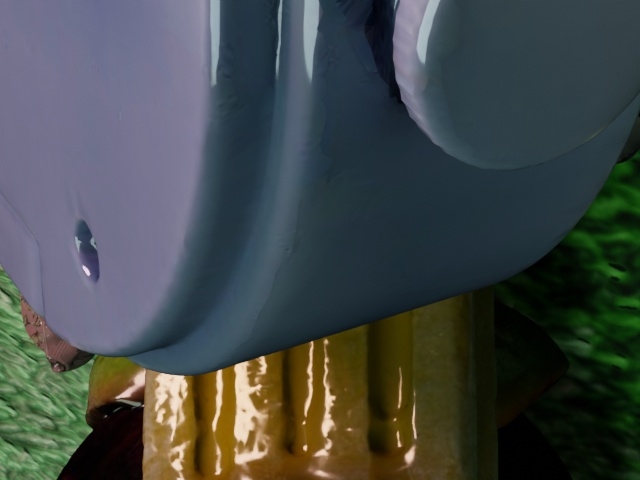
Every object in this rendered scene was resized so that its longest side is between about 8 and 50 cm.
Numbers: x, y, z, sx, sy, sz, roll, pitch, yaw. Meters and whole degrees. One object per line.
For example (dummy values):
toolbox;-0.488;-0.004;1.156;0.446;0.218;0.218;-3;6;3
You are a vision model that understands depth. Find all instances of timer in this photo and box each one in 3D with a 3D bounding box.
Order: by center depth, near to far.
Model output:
timer;-0.022;-0.140;0.559;0.395;0.173;0.395;39;136;52

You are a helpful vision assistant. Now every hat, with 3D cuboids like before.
hat;-0.161;0.039;1.115;0.058;0.042;0.087;89;155;-48

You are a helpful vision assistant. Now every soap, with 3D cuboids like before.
soap;0.000;0.000;0.768;0.140;0.232;0.073;-4;164;15

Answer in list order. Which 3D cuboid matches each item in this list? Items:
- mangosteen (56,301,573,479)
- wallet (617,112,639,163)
mangosteen;-0.006;0.162;0.909;0.311;0.311;0.311;24;142;20
wallet;0.119;-0.117;0.669;0.170;0.069;0.231;42;146;-12
